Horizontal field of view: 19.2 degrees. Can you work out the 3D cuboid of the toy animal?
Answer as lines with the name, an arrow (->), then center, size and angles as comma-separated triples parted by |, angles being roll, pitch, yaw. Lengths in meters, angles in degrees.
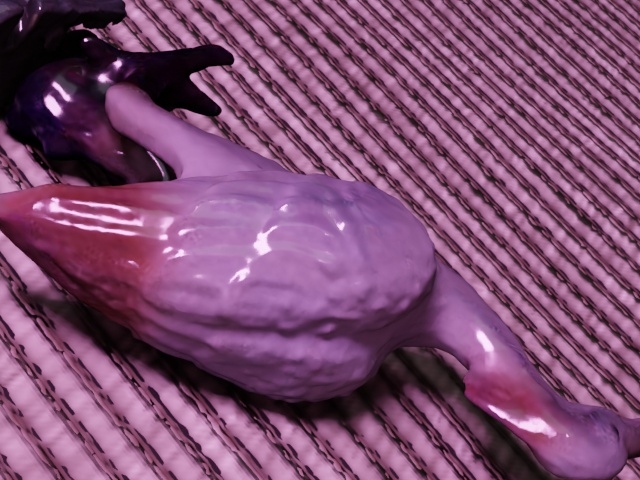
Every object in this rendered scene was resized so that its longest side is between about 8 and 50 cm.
toy animal -> 0.002, 0.014, 0.757 | 0.324, 0.090, 0.195 | 33, 29, 11

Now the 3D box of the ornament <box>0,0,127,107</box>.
ornament -> -0.226, -0.138, 0.815 | 0.236, 0.080, 0.202 | 40, 28, 13
